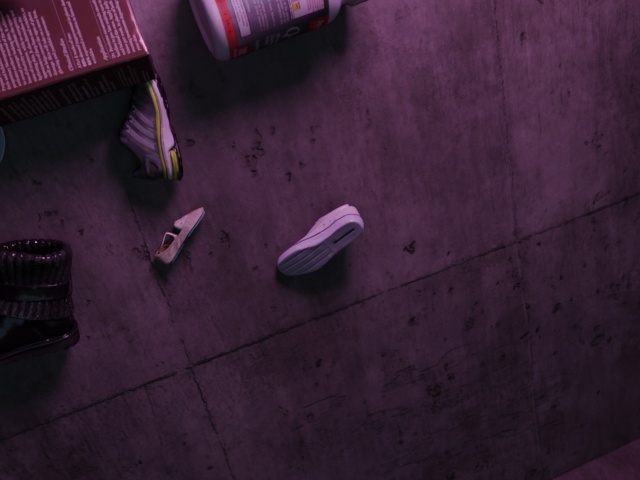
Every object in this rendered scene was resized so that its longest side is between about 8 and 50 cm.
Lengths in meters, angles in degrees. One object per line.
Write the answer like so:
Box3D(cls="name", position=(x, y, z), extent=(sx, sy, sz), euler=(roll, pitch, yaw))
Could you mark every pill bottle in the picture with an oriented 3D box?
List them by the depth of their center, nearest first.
Box3D(cls="pill bottle", position=(-0.083, -0.529, 1.434), extent=(0.363, 0.210, 0.210), euler=(-23, 117, -10))

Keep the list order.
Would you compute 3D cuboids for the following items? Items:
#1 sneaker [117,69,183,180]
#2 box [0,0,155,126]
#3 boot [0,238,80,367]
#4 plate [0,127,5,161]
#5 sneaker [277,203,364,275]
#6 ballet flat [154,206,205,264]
Box3D(cls="sneaker", position=(-0.388, -0.262, 1.495), extent=(0.121, 0.111, 0.300), euler=(-13, 111, -6))
Box3D(cls="box", position=(-0.534, -0.362, 1.331), extent=(0.381, 0.143, 0.191), euler=(-19, 84, -11))
Box3D(cls="boot", position=(-0.715, 0.139, 1.519), extent=(0.348, 0.131, 0.260), euler=(-14, 123, -26))
Box3D(cls="plate", position=(-0.755, -0.210, 1.424), extent=(0.188, 0.024, 0.188), euler=(-7, 113, -17))
Box3D(cls="sneaker", position=(0.000, 0.000, 1.759), extent=(0.258, 0.091, 0.094), euler=(-30, 126, 18))
Box3D(cls="ballet flat", position=(-0.339, -0.016, 1.643), extent=(0.052, 0.057, 0.168), euler=(31, 98, -18))
